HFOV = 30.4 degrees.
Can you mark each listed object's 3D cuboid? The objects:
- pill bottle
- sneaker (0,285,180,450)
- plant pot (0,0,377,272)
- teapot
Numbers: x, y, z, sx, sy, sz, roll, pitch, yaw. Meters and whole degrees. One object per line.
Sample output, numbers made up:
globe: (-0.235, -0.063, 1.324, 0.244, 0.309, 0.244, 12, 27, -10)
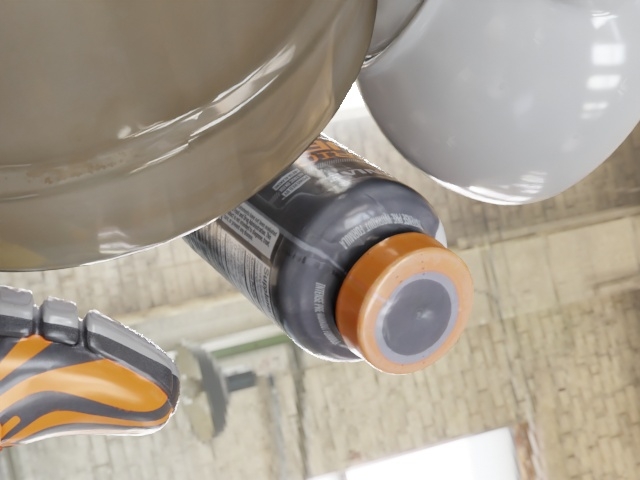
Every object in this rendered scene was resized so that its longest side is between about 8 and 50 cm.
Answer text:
pill bottle: (0.000, 0.000, 0.815, 0.246, 0.131, 0.130, 37, -45, 51)
sneaker: (-0.239, 0.116, 0.636, 0.124, 0.321, 0.180, 128, -32, -57)
plant pot: (-0.143, -0.191, 0.487, 0.280, 0.323, 0.323, 81, -13, -59)
teapot: (0.092, -0.155, 0.744, 0.256, 0.187, 0.252, -54, -157, 33)
